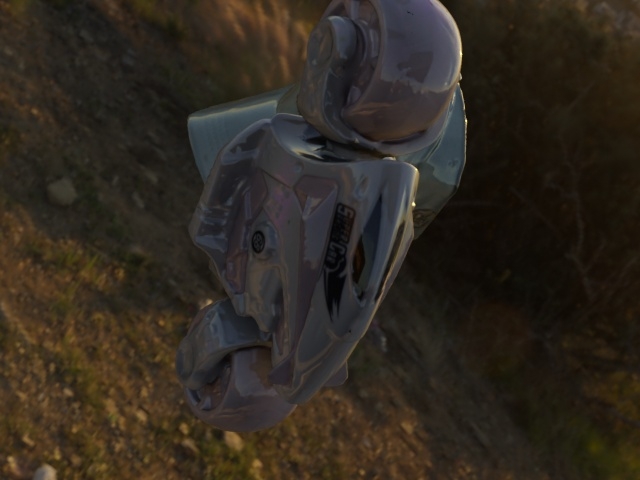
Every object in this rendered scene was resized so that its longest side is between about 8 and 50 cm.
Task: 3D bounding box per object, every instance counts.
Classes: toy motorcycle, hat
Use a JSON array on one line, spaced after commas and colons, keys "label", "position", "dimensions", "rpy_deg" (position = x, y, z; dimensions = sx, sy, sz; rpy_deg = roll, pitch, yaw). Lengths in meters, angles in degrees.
[{"label": "toy motorcycle", "position": [0.000, 0.000, 0.508], "dimensions": [0.112, 0.254, 0.112], "rpy_deg": [20, 27, -11]}, {"label": "hat", "position": [0.001, -0.136, 1.178], "dimensions": [0.301, 0.168, 0.258], "rpy_deg": [-9, 60, -17]}]
